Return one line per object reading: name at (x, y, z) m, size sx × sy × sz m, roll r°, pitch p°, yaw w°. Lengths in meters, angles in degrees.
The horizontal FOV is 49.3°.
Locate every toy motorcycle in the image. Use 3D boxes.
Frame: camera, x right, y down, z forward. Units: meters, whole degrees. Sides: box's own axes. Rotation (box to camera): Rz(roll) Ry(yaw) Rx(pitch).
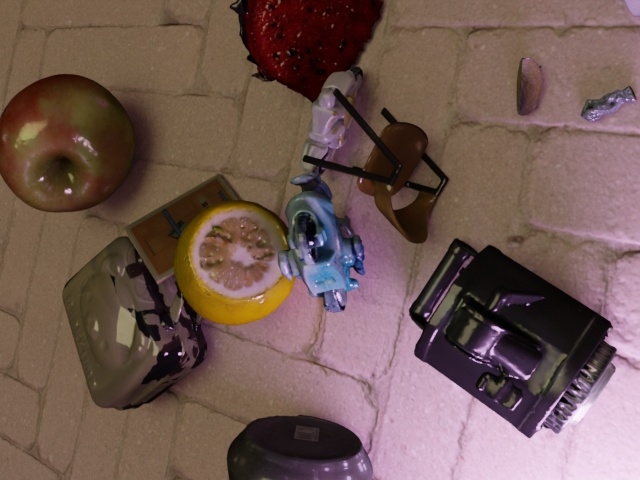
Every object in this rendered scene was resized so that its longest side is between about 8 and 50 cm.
toy motorcycle at (0.000, 0.000, 1.226) m, size 0.154 × 0.260 × 0.206 m, roll -10°, pitch 53°, yaw 12°
toy motorcycle at (0.021, -0.231, 1.310) m, size 0.074 × 0.151 × 0.229 m, roll 25°, pitch 92°, yaw 14°

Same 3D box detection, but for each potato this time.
potato at (0.344, -0.255, 1.155) m, size 0.037 × 0.036 × 0.093 m, roll -1°, pitch 104°, yaw 0°

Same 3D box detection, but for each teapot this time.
teapot at (-0.063, 0.499, 1.240) m, size 0.300 × 0.253 × 0.344 m, roll -155°, pitch 74°, yaw -69°

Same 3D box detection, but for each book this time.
book at (-0.280, -0.030, 1.495) m, size 0.241 × 0.018 × 0.170 m, roll -32°, pitch 61°, yaw -12°

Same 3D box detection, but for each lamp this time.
lamp at (0.286, 0.150, 1.030) m, size 0.272 × 0.374 × 0.205 m, roll 33°, pitch 98°, yaw 1°

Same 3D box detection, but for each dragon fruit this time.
dragon fruit at (-0.024, -0.459, 1.363) m, size 0.343 × 0.282 × 0.100 m, roll -61°, pitch 15°, yaw 14°

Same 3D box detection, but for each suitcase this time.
suitcase at (-0.402, 0.160, 1.538) m, size 0.339 × 0.194 × 0.351 m, roll -37°, pitch 65°, yaw 24°

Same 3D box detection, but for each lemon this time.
lemon at (-0.163, 0.049, 1.358) m, size 0.240 × 0.219 × 0.240 m, roll 2°, pitch 74°, yaw -9°

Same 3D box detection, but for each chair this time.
chair at (0.117, -0.128, 1.222) m, size 0.247 × 0.158 × 0.172 m, roll 36°, pitch 108°, yaw 34°

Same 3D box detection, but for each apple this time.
apple at (-0.608, -0.238, 1.670) m, size 0.319 × 0.319 × 0.277 m, roll -50°, pitch 36°, yaw 20°

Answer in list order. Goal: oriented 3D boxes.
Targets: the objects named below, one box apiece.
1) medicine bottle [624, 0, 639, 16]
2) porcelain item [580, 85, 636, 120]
medicine bottle at (0.548, -0.430, 0.896) m, size 0.306 × 0.245 × 0.245 m, roll -8°, pitch 80°, yaw 35°
porcelain item at (0.443, -0.210, 1.079) m, size 0.083 × 0.028 × 0.036 m, roll -21°, pitch 56°, yaw 33°
